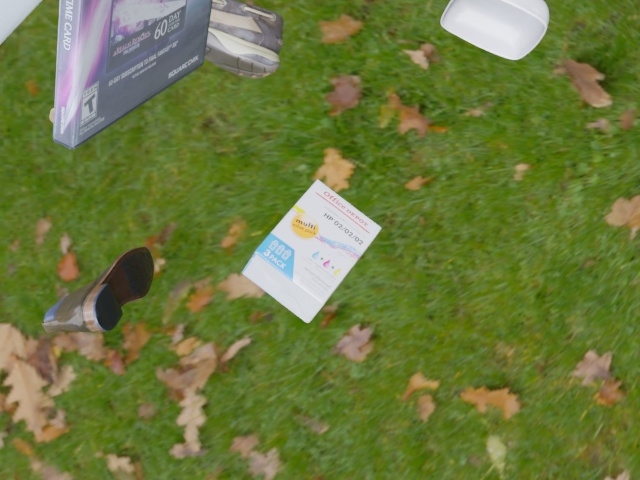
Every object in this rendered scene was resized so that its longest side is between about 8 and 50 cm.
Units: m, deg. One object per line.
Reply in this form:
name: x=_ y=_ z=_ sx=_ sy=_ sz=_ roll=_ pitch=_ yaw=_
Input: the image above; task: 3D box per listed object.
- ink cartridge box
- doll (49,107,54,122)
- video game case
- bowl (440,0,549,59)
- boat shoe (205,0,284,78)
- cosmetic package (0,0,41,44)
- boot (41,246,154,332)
ink cartridge box: x=0.000 y=0.000 z=1.345 sx=0.104 sy=0.181 sz=0.061 roll=37 pitch=144 yaw=2
doll: x=-0.342 y=-0.248 z=1.654 sx=0.129 sy=0.189 sz=0.046 roll=20 pitch=146 yaw=10
video game case: x=-0.133 y=-0.226 z=0.840 sx=0.026 sy=0.196 sz=0.274 roll=25 pitch=128 yaw=15
bowl: x=0.258 y=-0.332 z=1.580 sx=0.142 sy=0.142 sz=0.053 roll=25 pitch=73 yaw=-4
boat shoe: x=-0.224 y=-0.398 z=1.878 sx=0.355 sy=0.132 sz=0.130 roll=21 pitch=79 yaw=-24
cosmetic package: x=-0.399 y=-0.321 z=1.160 sx=0.284 sy=0.097 sz=0.377 roll=-43 pitch=43 yaw=15
boot: x=-0.336 y=0.074 z=1.657 sx=0.106 sy=0.219 sz=0.082 roll=-11 pitch=110 yaw=21
